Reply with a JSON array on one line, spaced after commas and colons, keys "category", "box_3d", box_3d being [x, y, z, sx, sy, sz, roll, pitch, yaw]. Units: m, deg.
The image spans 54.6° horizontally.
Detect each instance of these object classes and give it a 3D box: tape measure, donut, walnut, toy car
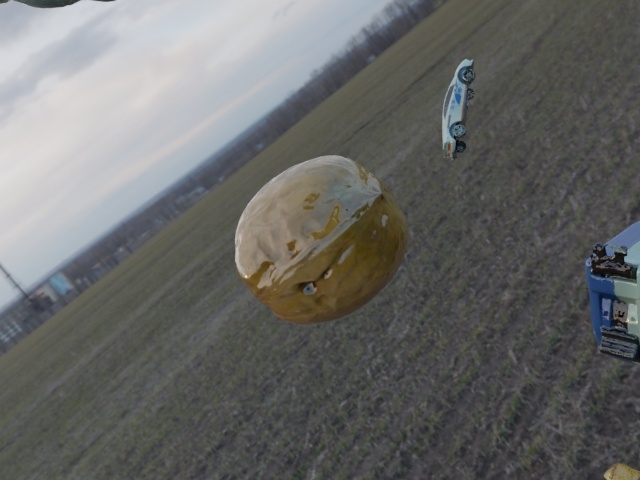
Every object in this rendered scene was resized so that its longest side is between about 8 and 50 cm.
[{"category": "tape measure", "box_3d": [0.510, 0.041, 0.893, 0.351, 0.215, 0.098, -25, 22, -30]}, {"category": "donut", "box_3d": [0.468, 0.381, 0.972, 0.083, 0.038, 0.067, -37, -26, -39]}, {"category": "walnut", "box_3d": [0.000, 0.000, 0.775, 0.222, 0.195, 0.195, -35, 11, 35]}, {"category": "toy car", "box_3d": [0.273, -0.261, 1.233, 0.056, 0.204, 0.095, 7, -10, 15]}]

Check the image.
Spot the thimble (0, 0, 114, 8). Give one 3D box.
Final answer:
[{"category": "thimble", "box_3d": [-0.187, -0.268, 0.410, 0.250, 0.205, 0.171, -34, -35, -40]}]
